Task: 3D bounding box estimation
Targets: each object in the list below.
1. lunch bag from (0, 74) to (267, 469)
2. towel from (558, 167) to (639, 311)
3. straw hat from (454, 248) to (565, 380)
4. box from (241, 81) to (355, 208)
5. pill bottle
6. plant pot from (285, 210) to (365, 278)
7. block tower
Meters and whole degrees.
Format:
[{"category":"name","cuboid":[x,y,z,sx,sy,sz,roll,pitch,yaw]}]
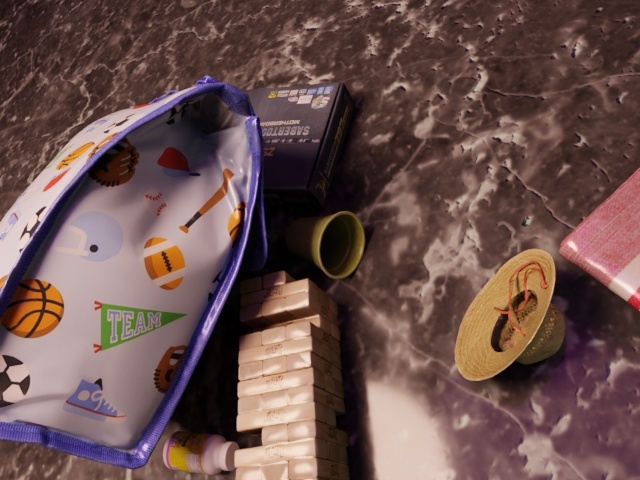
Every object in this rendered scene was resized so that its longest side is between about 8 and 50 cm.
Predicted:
[{"category":"lunch bag","cuboid":[-0.236,0.002,0.606,0.328,0.239,0.385,10,73,55]},{"category":"towel","cuboid":[0.424,0.022,0.443,0.237,0.037,0.329,-44,54,-1]},{"category":"straw hat","cuboid":[0.200,0.085,0.499,0.061,0.144,0.144,30,76,-8]},{"category":"box","cuboid":[-0.081,-0.142,0.769,0.233,0.059,0.183,5,67,29]},{"category":"pill bottle","cuboid":[-0.136,0.245,0.591,0.083,0.043,0.043,-5,61,24]},{"category":"plant pot","cuboid":[0.000,0.000,0.646,0.079,0.083,0.083,12,69,45]},{"category":"block tower","cuboid":[-0.029,0.198,0.534,0.091,0.097,0.335,-16,59,19]}]
